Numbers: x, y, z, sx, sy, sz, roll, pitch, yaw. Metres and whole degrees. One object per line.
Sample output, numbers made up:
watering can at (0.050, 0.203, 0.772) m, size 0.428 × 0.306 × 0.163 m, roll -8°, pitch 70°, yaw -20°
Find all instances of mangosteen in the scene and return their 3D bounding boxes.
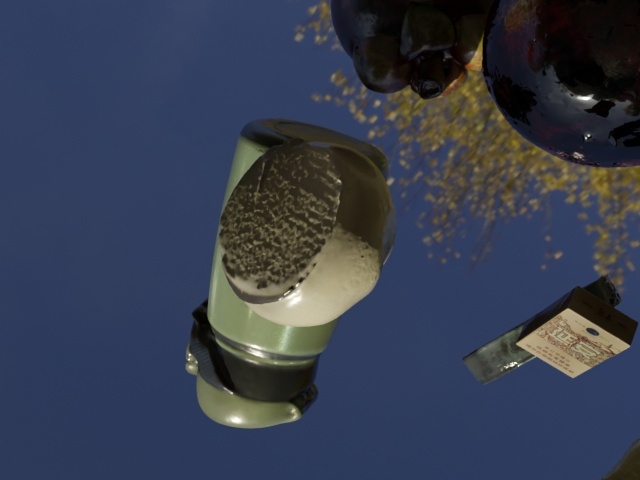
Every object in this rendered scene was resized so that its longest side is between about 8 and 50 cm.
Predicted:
mangosteen at (0.236, -0.184, 0.903) m, size 0.211 × 0.211 × 0.250 m, roll 13°, pitch -108°, yaw -14°
mangosteen at (0.101, -0.220, 1.083) m, size 0.200 × 0.200 × 0.200 m, roll 7°, pitch -114°, yaw -16°

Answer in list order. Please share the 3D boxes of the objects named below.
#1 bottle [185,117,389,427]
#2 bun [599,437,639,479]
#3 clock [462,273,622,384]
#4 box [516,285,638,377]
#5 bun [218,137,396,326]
bottle at (-0.046, 0.047, 1.231) m, size 0.168 × 0.168 × 0.347 m, roll 12°, pitch -74°, yaw -14°
bun at (0.338, 0.279, 0.978) m, size 0.133 × 0.231 × 0.231 m, roll 39°, pitch -125°, yaw -40°
clock at (0.295, 0.120, 1.479) m, size 0.226 × 0.226 × 0.049 m, roll -26°, pitch -101°, yaw -26°
box at (0.185, 0.068, 0.808) m, size 0.053 × 0.083 × 0.024 m, roll 30°, pitch -117°, yaw -3°
bun at (0.000, 0.000, 1.015) m, size 0.120 × 0.173 × 0.173 m, roll 28°, pitch -123°, yaw -40°
